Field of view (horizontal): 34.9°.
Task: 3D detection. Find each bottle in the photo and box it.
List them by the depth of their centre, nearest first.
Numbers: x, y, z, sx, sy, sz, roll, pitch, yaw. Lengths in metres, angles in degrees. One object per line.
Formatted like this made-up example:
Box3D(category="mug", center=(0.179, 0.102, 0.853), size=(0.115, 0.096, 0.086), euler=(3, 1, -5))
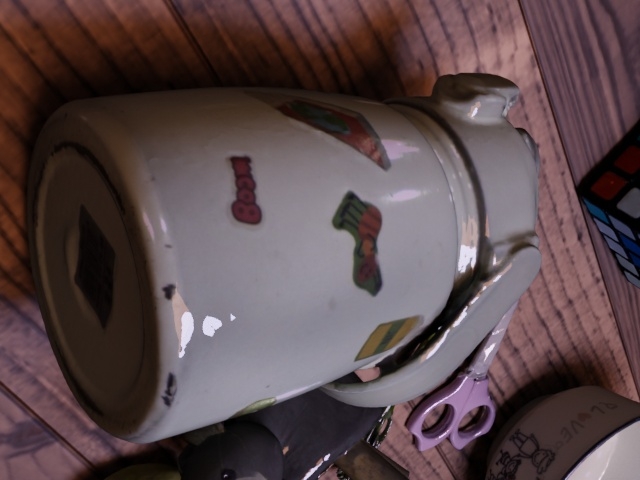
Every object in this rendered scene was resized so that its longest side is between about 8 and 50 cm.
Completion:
Box3D(category="bottle", center=(0.000, 0.000, 0.692), size=(0.351, 0.229, 0.229), euler=(-11, 124, -35))

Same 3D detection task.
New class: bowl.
Box3D(category="bowl", center=(0.268, 0.253, 1.105), size=(0.237, 0.126, 0.238), euler=(-19, 127, -26))

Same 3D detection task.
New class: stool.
Box3D(category="stool", center=(-0.027, 0.181, 0.785), size=(0.228, 0.139, 0.153), euler=(-31, 164, -51))

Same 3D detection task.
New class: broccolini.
Box3D(category="broccolini", center=(0.078, 0.136, 0.958), size=(0.042, 0.044, 0.218), euler=(31, 92, -29))

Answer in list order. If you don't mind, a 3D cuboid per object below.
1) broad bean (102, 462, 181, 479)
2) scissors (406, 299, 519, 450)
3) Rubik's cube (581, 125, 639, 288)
Box3D(category="broad bean", center=(-0.141, 0.265, 0.837), size=(0.124, 0.082, 0.174), euler=(-9, 123, -36))
Box3D(category="scissors", center=(0.157, 0.122, 1.010), size=(0.110, 0.021, 0.212), euler=(6, 114, -36))
Box3D(category="Rubik's cube", center=(0.395, -0.025, 0.980), size=(0.182, 0.187, 0.184), euler=(-47, 137, -2))
